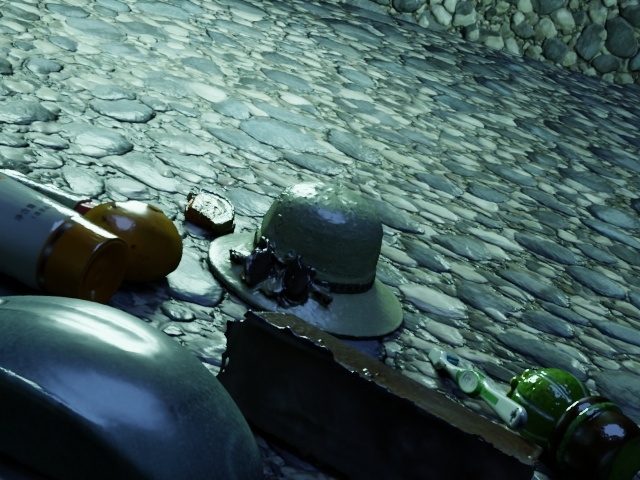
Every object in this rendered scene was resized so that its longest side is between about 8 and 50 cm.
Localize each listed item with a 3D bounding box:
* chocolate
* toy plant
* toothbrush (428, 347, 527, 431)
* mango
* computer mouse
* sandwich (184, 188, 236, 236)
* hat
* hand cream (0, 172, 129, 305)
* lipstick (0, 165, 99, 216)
[{"bbox_3d":[0.054,0.170,1.279,0.321,0.112,0.112,26,13,17],"label":"chocolate"},{"bbox_3d":[0.267,0.196,1.426,0.092,0.093,0.162,1,25,-42],"label":"toy plant"},{"bbox_3d":[0.164,0.155,1.423,0.030,0.030,0.304,16,4,-11],"label":"toothbrush"},{"bbox_3d":[-0.205,-0.003,1.504,0.105,0.084,0.159,34,24,20],"label":"mango"},{"bbox_3d":[-0.209,0.117,1.149,0.373,0.114,0.203,25,22,15],"label":"computer mouse"},{"bbox_3d":[-0.142,-0.037,1.730,0.069,0.026,0.101,17,21,-12],"label":"sandwich"},{"bbox_3d":[0.000,0.000,1.621,0.257,0.130,0.257,17,20,-6],"label":"hat"},{"bbox_3d":[-0.349,-0.025,1.429,0.314,0.089,0.140,21,41,21],"label":"hand cream"},{"bbox_3d":[-0.375,-0.064,1.554,0.312,0.051,0.051,21,19,-3],"label":"lipstick"}]
